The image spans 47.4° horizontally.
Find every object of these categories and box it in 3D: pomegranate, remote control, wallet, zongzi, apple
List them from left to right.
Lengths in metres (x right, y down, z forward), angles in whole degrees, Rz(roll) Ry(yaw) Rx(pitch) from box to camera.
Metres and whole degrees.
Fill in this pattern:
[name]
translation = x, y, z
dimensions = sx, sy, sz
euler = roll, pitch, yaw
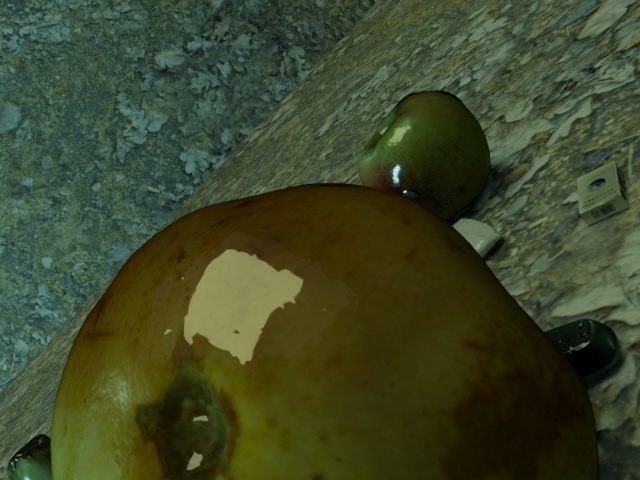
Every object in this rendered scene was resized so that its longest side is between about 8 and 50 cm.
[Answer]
[zongzi]
translation = -0.391, 0.394, 1.064
dimensions = 0.242, 0.221, 0.112
euler = -26, 10, 43
[pomegranate]
translation = 0.004, 0.158, 0.591
dimensions = 0.417, 0.416, 0.416
euler = -36, 20, 15
[apple]
translation = 0.171, -0.124, 1.144
dimensions = 0.207, 0.188, 0.174
euler = -50, 15, -3
[wallet]
translation = 0.167, 0.036, 1.039
dimensions = 0.183, 0.032, 0.124
euler = -43, 17, 0
[remote control]
translation = 0.195, 0.139, 0.746
dimensions = 0.222, 0.042, 0.072
euler = -30, 20, 30

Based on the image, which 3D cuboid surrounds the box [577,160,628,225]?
[box]
translation = 0.349, -0.059, 0.906
dimensions = 0.054, 0.024, 0.083
euler = -31, 23, 33
